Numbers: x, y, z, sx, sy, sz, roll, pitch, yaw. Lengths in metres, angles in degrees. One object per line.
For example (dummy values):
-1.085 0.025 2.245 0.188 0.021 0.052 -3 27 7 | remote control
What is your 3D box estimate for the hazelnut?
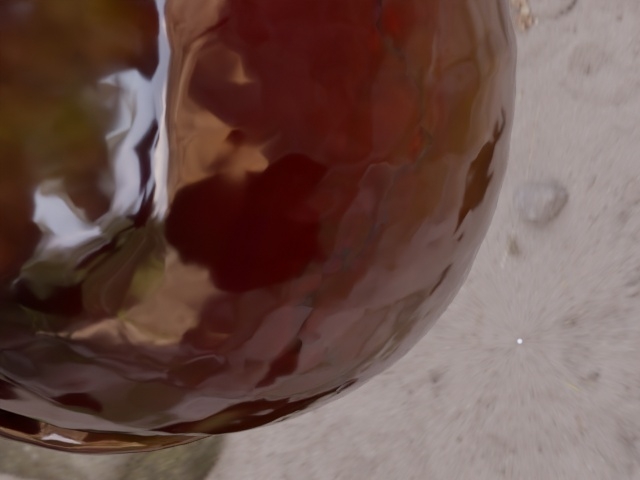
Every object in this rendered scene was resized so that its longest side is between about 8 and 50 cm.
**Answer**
-0.089 -0.122 0.806 0.402 0.402 0.429 -25 77 5 | hazelnut
